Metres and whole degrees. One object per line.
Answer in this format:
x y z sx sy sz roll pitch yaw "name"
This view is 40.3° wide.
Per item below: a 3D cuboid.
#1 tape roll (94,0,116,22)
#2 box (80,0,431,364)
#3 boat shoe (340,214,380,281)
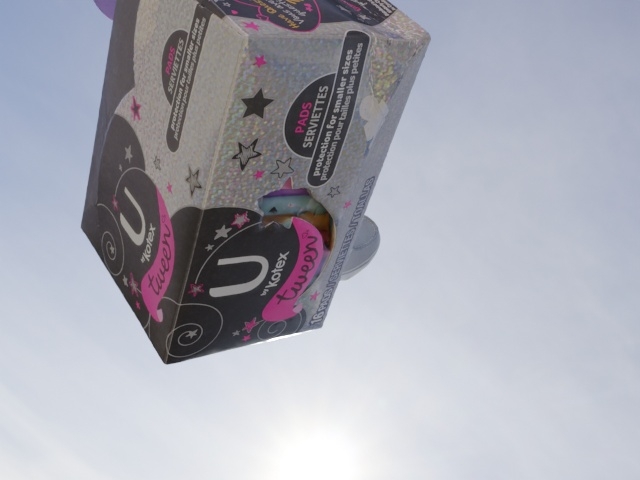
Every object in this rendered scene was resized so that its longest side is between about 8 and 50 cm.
-0.136 -0.278 0.893 0.189 0.189 0.080 19 -12 29 "tape roll"
-0.059 -0.064 0.597 0.163 0.142 0.247 49 -45 36 "box"
-0.001 -0.001 0.939 0.079 0.227 0.081 56 -49 18 "boat shoe"
